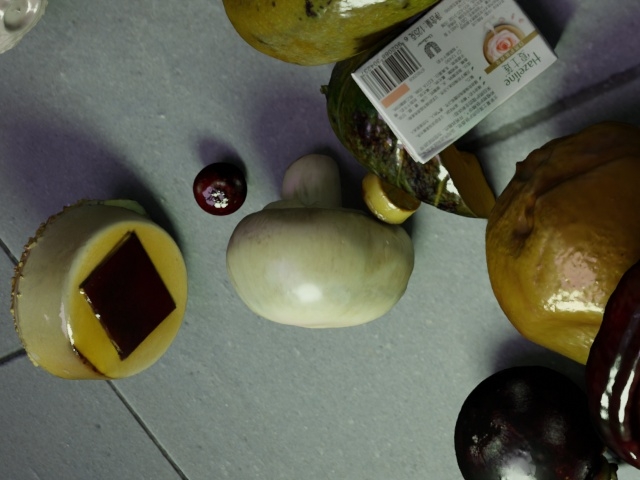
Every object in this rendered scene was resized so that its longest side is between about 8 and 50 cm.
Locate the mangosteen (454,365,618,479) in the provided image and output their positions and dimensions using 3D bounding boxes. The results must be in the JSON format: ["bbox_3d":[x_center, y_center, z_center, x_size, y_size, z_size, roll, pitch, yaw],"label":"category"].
[{"bbox_3d":[0.303,0.282,1.733,0.250,0.211,0.211,24,145,-25],"label":"mangosteen"}]

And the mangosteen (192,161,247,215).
[{"bbox_3d":[-0.145,-0.077,1.874,0.081,0.081,0.081,21,133,24],"label":"mangosteen"}]

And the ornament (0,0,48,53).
[{"bbox_3d":[-0.492,-0.373,1.778,0.225,0.259,0.259,37,138,16],"label":"ornament"}]

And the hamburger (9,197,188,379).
[{"bbox_3d":[-0.345,0.081,1.996,0.170,0.302,0.302,11,129,41],"label":"hamburger"}]

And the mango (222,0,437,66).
[{"bbox_3d":[0.017,-0.289,1.475,0.329,0.177,0.175,8,124,58],"label":"mango"}]

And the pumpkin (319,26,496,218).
[{"bbox_3d":[0.092,-0.114,1.597,0.163,0.111,0.278,-17,111,26],"label":"pumpkin"}]

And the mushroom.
[{"bbox_3d":[0.000,0.000,1.736,0.254,0.234,0.260,3,171,-6],"label":"mushroom"}]

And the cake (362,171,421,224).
[{"bbox_3d":[0.093,-0.063,1.689,0.084,0.084,0.044,50,136,-6],"label":"cake"}]

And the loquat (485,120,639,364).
[{"bbox_3d":[0.330,0.008,1.438,0.284,0.276,0.276,29,139,-11],"label":"loquat"}]

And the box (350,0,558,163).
[{"bbox_3d":[0.150,-0.200,1.461,0.199,0.081,0.135,-37,98,10],"label":"box"}]

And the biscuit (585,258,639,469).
[{"bbox_3d":[0.471,0.109,1.328,0.091,0.408,0.407,-117,20,-50],"label":"biscuit"}]
